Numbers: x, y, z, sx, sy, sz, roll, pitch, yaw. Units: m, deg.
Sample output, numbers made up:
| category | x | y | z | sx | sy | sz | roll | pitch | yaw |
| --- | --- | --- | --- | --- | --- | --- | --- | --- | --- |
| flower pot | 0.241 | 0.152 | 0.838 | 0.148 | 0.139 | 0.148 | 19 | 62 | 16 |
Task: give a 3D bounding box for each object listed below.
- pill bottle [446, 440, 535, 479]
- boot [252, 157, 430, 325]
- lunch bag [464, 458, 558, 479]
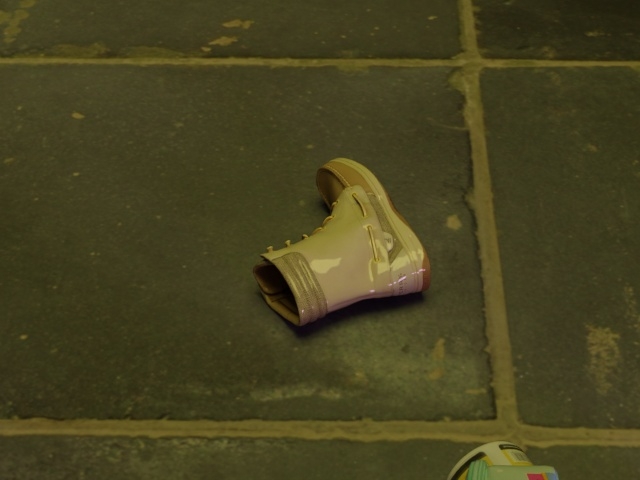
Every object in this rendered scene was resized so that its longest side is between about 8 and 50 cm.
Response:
| category | x | y | z | sx | sy | sz | roll | pitch | yaw |
| --- | --- | --- | --- | --- | --- | --- | --- | --- | --- |
| pill bottle | 0.216 | 0.307 | 1.626 | 0.103 | 0.103 | 0.184 | -17 | 42 | -19 |
| boot | 0.000 | 0.000 | 2.014 | 0.203 | 0.095 | 0.262 | -18 | 47 | -18 |
| lunch bag | 0.170 | 0.358 | 1.433 | 0.107 | 0.279 | 0.224 | 3 | 29 | 4 |
